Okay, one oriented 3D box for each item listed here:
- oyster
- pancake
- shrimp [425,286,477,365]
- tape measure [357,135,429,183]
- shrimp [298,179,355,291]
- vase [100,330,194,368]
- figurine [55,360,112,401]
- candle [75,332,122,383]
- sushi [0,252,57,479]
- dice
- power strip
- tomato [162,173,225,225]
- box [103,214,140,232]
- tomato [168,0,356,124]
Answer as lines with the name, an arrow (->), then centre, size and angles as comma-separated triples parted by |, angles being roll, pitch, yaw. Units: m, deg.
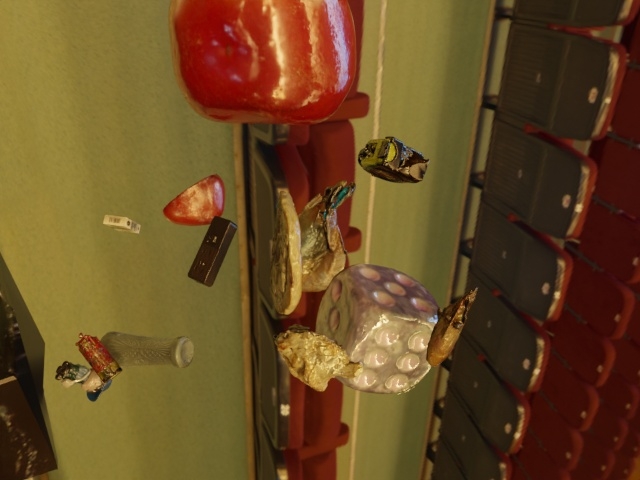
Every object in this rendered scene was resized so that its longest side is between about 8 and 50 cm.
oyster -> -0.008, 0.248, 1.123 | 0.190, 0.081, 0.163 | -3, 126, 16
pancake -> -0.043, 0.013, 0.663 | 0.028, 0.158, 0.158 | 0, 115, -12
shrimp -> 0.274, 0.166, 1.147 | 0.117, 0.066, 0.262 | -48, 159, -46
tape measure -> 0.212, -0.250, 1.676 | 0.199, 0.186, 0.112 | 24, 82, -32
shrimp -> 0.000, 0.000, 1.763 | 0.221, 0.110, 0.446 | 25, 122, 0
vase -> -0.419, 0.269, 1.318 | 0.096, 0.219, 0.096 | -3, 90, -72
figurine -> -0.580, 0.334, 1.336 | 0.077, 0.079, 0.136 | -40, 123, 11
candle -> -0.517, 0.266, 1.257 | 0.052, 0.052, 0.131 | -38, 88, -13
sushi -> -0.388, 0.145, 0.531 | 0.212, 0.227, 0.216 | -18, 137, -25
dice -> 0.156, 0.243, 1.518 | 0.270, 0.271, 0.270 | 12, 116, -22
power strip -> -0.171, 0.016, 0.863 | 0.111, 0.037, 0.029 | -69, 158, -12
tomato -> -0.281, -0.076, 1.268 | 0.159, 0.139, 0.091 | -33, 89, -13
box -> -0.463, -0.038, 1.271 | 0.053, 0.083, 0.024 | 5, 80, 4
tomato -> -0.100, -0.340, 0.959 | 0.290, 0.324, 0.293 | -61, 157, -61
